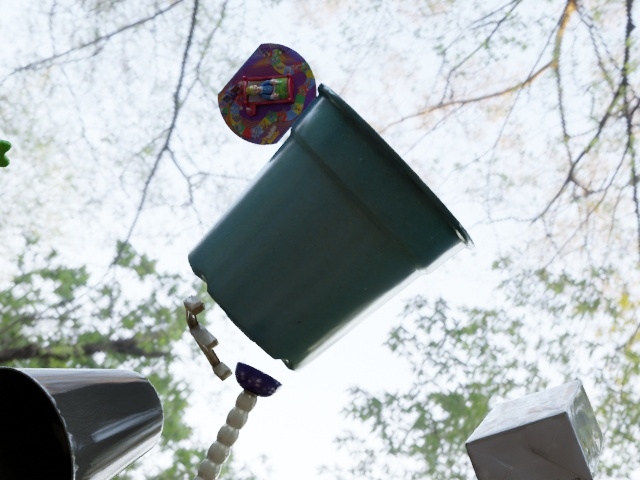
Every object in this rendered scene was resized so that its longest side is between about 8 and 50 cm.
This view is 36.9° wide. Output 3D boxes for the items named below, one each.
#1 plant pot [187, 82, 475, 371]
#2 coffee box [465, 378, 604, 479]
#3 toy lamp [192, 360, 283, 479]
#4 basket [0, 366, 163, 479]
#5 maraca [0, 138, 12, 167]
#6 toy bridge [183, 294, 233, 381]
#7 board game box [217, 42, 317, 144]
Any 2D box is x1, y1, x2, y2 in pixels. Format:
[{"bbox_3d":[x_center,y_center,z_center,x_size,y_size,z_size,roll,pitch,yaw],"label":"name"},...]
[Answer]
[{"bbox_3d":[0.000,0.000,1.466,0.334,0.341,0.341,-44,-91,2],"label":"plant pot"},{"bbox_3d":[0.357,0.327,1.569,0.168,0.297,0.119,-22,-96,18],"label":"coffee box"},{"bbox_3d":[-0.143,0.295,1.259,0.080,0.275,0.080,24,-15,7],"label":"toy lamp"},{"bbox_3d":[-0.321,0.248,1.262,0.154,0.227,0.204,-26,-98,22],"label":"basket"},{"bbox_3d":[-0.600,-0.143,1.588,0.185,0.099,0.127,-20,-55,16],"label":"maraca"},{"bbox_3d":[-0.199,0.164,1.639,0.063,0.026,0.188,34,-30,42],"label":"toy bridge"},{"bbox_3d":[-0.090,-0.239,1.554,0.133,0.033,0.169,43,-83,10],"label":"board game box"}]
